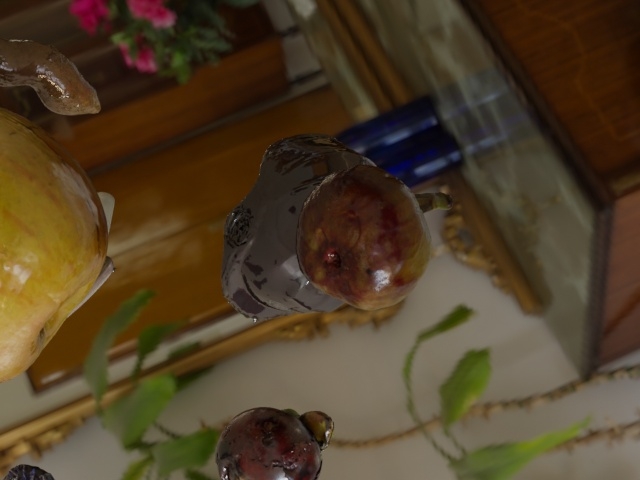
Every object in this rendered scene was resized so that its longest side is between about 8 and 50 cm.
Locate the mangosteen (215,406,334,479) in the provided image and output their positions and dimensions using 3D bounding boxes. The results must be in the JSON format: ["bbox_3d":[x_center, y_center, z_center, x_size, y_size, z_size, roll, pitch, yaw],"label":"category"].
[{"bbox_3d":[-0.067,0.325,1.918,0.166,0.180,0.166,17,117,37],"label":"mangosteen"}]

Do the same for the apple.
[{"bbox_3d":[-0.334,0.004,1.193,0.233,0.286,0.286,38,177,-6],"label":"apple"}]

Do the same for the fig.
[{"bbox_3d":[0.079,-0.002,1.684,0.190,0.191,0.290,65,-163,10],"label":"fig"}]

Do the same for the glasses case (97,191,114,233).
[{"bbox_3d":[-0.319,-0.032,1.818,0.021,0.032,0.083,119,159,-61],"label":"glasses case"}]

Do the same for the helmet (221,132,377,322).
[{"bbox_3d":[0.000,0.000,1.840,0.225,0.305,0.177,20,180,-44],"label":"helmet"}]

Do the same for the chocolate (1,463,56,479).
[{"bbox_3d":[-0.482,0.485,1.959,0.343,0.148,0.126,-84,-7,-68],"label":"chocolate"}]

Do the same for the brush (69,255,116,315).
[{"bbox_3d":[-0.321,0.079,1.323,0.313,0.072,0.067,-54,-45,-51],"label":"brush"}]

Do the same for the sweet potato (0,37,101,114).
[{"bbox_3d":[-0.320,-0.187,1.340,0.218,0.065,0.051,23,174,-42],"label":"sweet potato"}]
